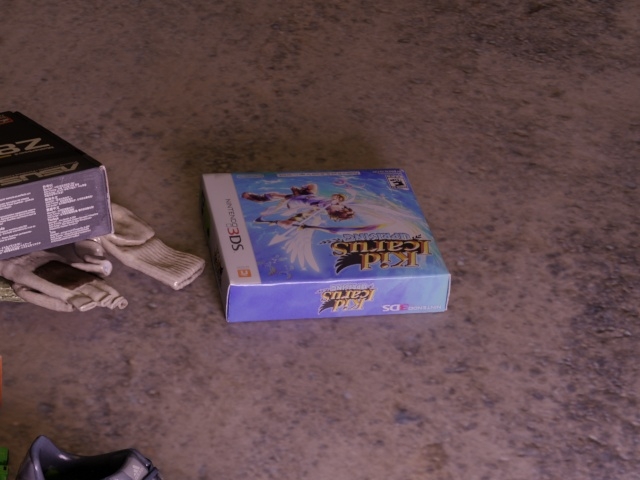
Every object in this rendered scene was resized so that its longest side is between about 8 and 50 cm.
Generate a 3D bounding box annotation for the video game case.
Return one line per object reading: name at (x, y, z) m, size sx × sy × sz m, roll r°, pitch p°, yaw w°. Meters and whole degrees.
video game case at (0.000, 0.000, 2.187) m, size 0.269 × 0.061 × 0.244 m, roll -2°, pitch 35°, yaw -12°

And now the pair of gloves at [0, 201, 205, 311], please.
pair of gloves at (-0.275, 0.015, 2.111) m, size 0.204 × 0.042 × 0.240 m, roll 28°, pitch 30°, yaw 27°

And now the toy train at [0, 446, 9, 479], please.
toy train at (-0.330, 0.240, 1.823) m, size 0.023 × 0.017 × 0.083 m, roll 9°, pitch 32°, yaw -13°

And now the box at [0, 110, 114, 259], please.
box at (-0.481, -0.041, 2.074) m, size 0.395 × 0.097 × 0.318 m, roll -14°, pitch 23°, yaw -24°

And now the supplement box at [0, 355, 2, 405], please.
supplement box at (-0.458, 0.130, 1.916) m, size 0.233 × 0.080 × 0.078 m, roll 21°, pitch 36°, yaw 19°

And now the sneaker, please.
sneaker at (-0.164, 0.270, 1.704) m, size 0.300 × 0.121 × 0.111 m, roll 11°, pitch 34°, yaw 8°

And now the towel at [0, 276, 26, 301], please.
towel at (-0.405, 0.039, 2.102) m, size 0.148 × 0.027 × 0.110 m, roll -2°, pitch 32°, yaw -11°
